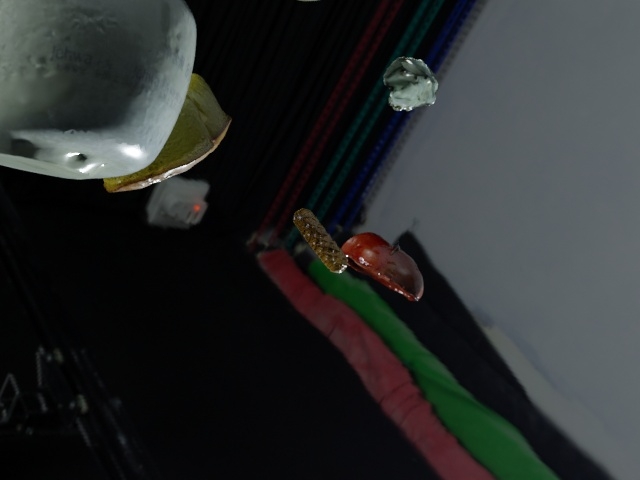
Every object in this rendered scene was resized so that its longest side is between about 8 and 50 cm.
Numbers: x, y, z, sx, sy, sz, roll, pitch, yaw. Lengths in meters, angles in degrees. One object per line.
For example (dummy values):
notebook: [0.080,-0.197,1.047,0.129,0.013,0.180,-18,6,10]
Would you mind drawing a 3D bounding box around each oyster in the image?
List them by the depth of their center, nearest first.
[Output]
oyster: [0.242,-0.410,2.106,0.199,0.087,0.252,53,165,18]

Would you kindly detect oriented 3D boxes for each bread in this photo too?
bread: [-0.299,-0.197,1.451,0.270,0.269,0.148,-103,-12,-63]
bread: [0.000,0.000,1.626,0.044,0.052,0.157,-36,-93,-29]

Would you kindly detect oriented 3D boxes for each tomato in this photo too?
tomato: [0.159,0.052,1.856,0.228,0.101,0.228,34,173,5]

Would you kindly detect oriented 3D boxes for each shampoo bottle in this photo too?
shampoo bottle: [-0.316,-0.233,0.962,0.322,0.317,0.322,0,172,0]
